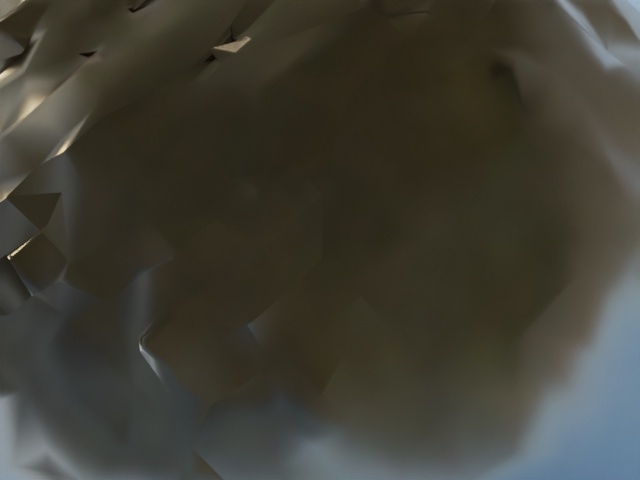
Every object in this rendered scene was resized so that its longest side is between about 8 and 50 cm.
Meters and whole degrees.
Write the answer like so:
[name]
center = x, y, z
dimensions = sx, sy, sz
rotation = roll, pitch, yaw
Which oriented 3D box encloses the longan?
[longan]
center = 0.000, 0.009, 0.566
dimensions = 0.391, 0.391, 0.391
rotation = -6, -127, 9
